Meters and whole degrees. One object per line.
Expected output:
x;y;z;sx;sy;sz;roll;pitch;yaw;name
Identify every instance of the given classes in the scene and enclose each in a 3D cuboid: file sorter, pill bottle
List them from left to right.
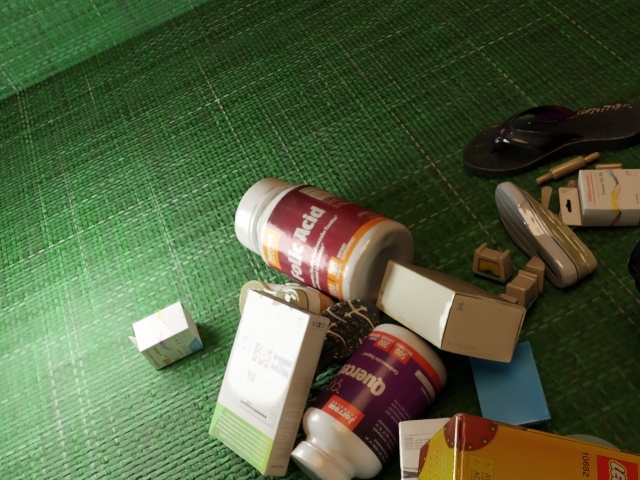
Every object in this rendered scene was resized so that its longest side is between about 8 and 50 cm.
0.000;0.000;1.887;0.392;0.224;0.224;25;63;36;pill bottle
0.091;0.330;1.588;0.181;0.181;0.323;25;62;36;pill bottle
0.364;0.301;1.562;0.118;0.104;0.170;-13;47;9;file sorter

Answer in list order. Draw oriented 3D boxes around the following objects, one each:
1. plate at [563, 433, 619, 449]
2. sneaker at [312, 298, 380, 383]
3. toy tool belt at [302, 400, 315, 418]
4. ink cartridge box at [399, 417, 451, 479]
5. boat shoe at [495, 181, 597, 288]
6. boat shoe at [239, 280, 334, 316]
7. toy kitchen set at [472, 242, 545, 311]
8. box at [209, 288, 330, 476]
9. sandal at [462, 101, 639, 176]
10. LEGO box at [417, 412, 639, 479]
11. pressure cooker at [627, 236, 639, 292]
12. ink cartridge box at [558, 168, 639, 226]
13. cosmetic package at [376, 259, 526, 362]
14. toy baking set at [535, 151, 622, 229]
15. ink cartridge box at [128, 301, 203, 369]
0.460;0.420;1.456;0.188;0.024;0.188;-14;38;11;plate
0.003;0.221;1.741;0.283;0.122;0.110;-38;88;1;sneaker
-0.048;0.363;1.713;0.083;0.052;0.051;-4;80;22;toy tool belt
0.204;0.457;1.438;0.100;0.172;0.237;-9;48;12;ink cartridge box
0.494;-0.019;1.813;0.094;0.109;0.302;-18;54;-14;boat shoe
-0.083;0.151;1.842;0.302;0.103;0.113;4;89;58;boat shoe
0.367;0.120;1.740;0.166;0.122;0.207;18;39;33;toy kitchen set
-0.109;0.279;1.645;0.232;0.058;0.322;18;90;53;box
0.561;-0.275;1.995;0.446;0.107;0.167;-13;47;10;sandal
0.327;0.542;1.168;0.373;0.193;0.500;14;57;-6;LEGO box
0.760;0.050;1.428;0.370;0.376;0.420;-49;53;27;pressure cooker
0.637;-0.095;1.811;0.198;0.067;0.115;-1;54;9;ink cartridge box
0.247;0.133;1.617;0.309;0.160;0.113;-149;73;-70;cosmetic package
0.594;-0.113;1.891;0.256;0.030;0.196;-20;46;3;toy baking set
-0.366;0.229;1.917;0.143;0.092;0.090;-27;47;-2;ink cartridge box
